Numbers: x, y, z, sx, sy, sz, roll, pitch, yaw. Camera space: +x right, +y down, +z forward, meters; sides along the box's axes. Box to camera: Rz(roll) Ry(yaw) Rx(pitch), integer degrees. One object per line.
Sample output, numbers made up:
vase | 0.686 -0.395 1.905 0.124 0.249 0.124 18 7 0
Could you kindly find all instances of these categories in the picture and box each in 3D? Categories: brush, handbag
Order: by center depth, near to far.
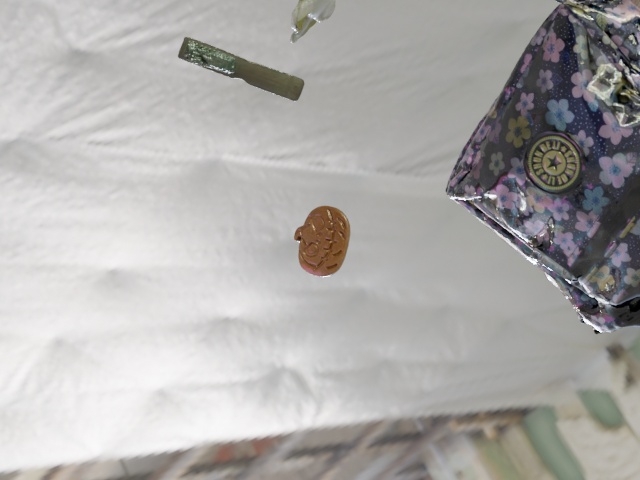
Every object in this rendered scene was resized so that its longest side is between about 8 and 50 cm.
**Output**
handbag | 0.219 -0.051 1.012 0.127 0.208 0.229 -23 -30 -56
brush | -0.102 -0.230 1.797 0.190 0.027 0.034 18 -79 -30

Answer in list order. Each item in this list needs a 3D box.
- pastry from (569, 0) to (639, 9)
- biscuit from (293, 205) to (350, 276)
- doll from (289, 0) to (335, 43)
pastry | 0.443 -0.382 1.949 0.265 0.103 0.112 -8 -49 -13
biscuit | 0.000 0.000 1.679 0.015 0.078 0.091 -1 -77 -61
doll | 0.090 -0.461 1.949 0.423 0.161 0.348 -33 -23 -45
